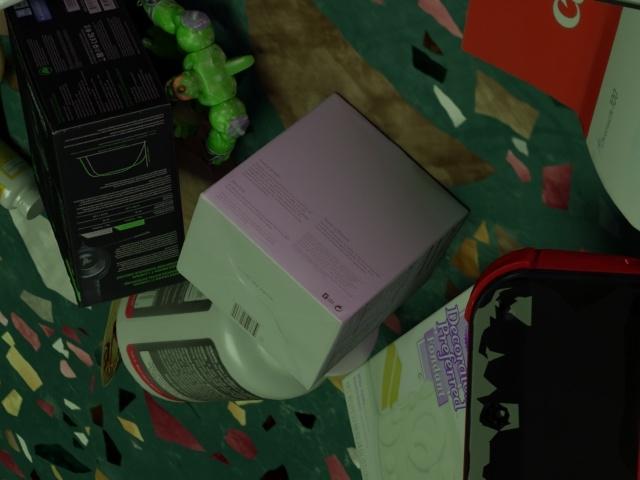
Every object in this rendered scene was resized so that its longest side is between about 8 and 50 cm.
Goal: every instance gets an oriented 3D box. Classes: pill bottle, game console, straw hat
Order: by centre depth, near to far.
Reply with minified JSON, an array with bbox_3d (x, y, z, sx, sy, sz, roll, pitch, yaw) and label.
[{"bbox_3d":[0.292,0.206,1.672,0.342,0.060,0.386,4,102,15],"label":"game console"},{"bbox_3d":[-0.080,0.094,2.116,0.318,0.176,0.176,-8,117,53],"label":"pill bottle"},{"bbox_3d":[-0.406,-0.081,2.428,0.116,0.065,0.065,42,146,13],"label":"pill bottle"},{"bbox_3d":[-0.241,0.125,2.438,0.061,0.144,0.144,11,149,-15],"label":"straw hat"}]

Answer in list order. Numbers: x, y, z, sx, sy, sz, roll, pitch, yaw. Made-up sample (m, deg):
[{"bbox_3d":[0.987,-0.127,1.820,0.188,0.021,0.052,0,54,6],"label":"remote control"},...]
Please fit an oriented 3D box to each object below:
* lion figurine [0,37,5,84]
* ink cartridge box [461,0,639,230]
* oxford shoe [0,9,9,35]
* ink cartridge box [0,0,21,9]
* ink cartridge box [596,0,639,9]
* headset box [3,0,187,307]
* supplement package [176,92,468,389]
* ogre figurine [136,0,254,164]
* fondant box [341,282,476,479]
[{"bbox_3d":[-0.521,-0.241,2.344,0.392,0.142,0.240,23,146,28],"label":"lion figurine"},{"bbox_3d":[0.268,-0.159,1.535,0.385,0.091,0.308,33,143,22],"label":"ink cartridge box"},{"bbox_3d":[-0.439,-0.410,2.118,0.397,0.140,0.146,42,121,12],"label":"oxford shoe"},{"bbox_3d":[-0.317,-0.335,1.955,0.208,0.087,0.153,-20,111,16],"label":"ink cartridge box"},{"bbox_3d":[0.323,-0.269,1.331,0.275,0.060,0.239,19,94,39],"label":"ink cartridge box"},{"bbox_3d":[-0.247,-0.103,2.067,0.283,0.131,0.246,88,162,-45],"label":"headset box"},{"bbox_3d":[0.000,0.000,1.904,0.194,0.203,0.149,43,147,12],"label":"supplement package"},{"bbox_3d":[-0.129,-0.177,1.986,0.118,0.097,0.197,-178,83,-65],"label":"ogre figurine"},{"bbox_3d":[0.151,0.201,1.926,0.330,0.096,0.238,-40,57,56],"label":"fondant box"}]
